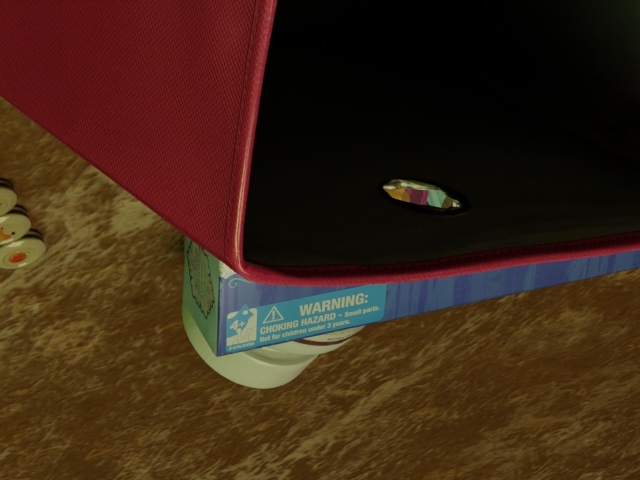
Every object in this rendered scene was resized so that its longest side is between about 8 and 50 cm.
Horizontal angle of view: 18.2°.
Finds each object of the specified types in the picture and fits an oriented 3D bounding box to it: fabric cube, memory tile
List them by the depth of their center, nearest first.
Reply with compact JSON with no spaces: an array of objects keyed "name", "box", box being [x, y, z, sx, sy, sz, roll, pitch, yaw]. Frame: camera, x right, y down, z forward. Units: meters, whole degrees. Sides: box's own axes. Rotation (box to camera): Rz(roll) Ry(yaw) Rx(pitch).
[{"name":"fabric cube","box":[0.019,-0.155,0.763,0.254,0.258,0.259,-6,115,-36]},{"name":"memory tile","box":[-0.240,-0.003,1.258,0.113,0.012,0.148,-21,153,0]}]

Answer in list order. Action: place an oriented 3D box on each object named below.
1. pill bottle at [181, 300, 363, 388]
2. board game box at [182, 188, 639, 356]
[{"name":"pill bottle","box":[0.000,0.000,1.313,0.121,0.121,0.221,-1,148,-35]},{"name":"board game box","box":[0.083,-0.105,1.106,0.319,0.066,0.318,-12,128,-19]}]
